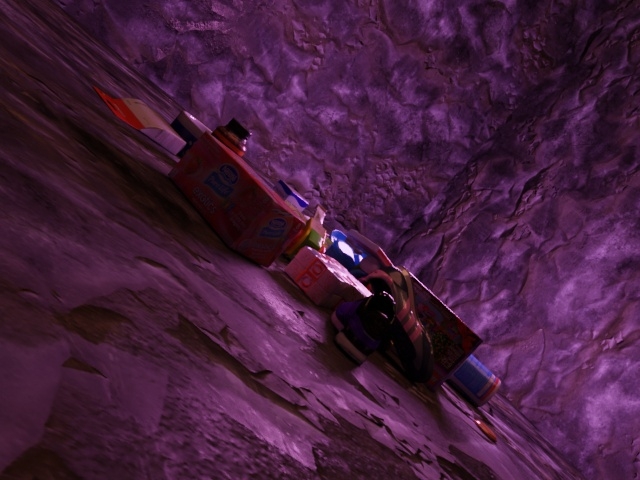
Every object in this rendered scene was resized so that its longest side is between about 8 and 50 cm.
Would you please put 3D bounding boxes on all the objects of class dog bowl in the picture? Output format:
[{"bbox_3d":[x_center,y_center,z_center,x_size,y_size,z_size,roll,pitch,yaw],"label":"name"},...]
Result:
[{"bbox_3d":[0.108,0.089,2.412,0.297,0.074,0.166,40,30,-32],"label":"dog bowl"},{"bbox_3d":[-0.361,-0.281,2.073,0.265,0.104,0.265,41,5,-4],"label":"dog bowl"}]

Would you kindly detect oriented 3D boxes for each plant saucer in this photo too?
[{"bbox_3d":[0.484,0.554,1.933,0.083,0.013,0.083,42,4,-4],"label":"plant saucer"}]

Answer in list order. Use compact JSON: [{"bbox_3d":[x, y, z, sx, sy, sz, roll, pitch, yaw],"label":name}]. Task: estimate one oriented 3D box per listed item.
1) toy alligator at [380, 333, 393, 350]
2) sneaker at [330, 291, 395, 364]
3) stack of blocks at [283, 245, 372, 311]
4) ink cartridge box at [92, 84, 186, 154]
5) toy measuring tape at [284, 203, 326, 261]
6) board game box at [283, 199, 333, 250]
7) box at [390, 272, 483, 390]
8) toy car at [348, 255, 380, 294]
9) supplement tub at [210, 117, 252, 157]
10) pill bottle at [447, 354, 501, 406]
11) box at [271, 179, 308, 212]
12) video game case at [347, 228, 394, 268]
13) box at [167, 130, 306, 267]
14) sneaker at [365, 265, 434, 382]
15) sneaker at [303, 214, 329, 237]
[{"bbox_3d":[0.172,0.263,1.794,0.056,0.051,0.189,43,5,17],"label":"toy alligator"},{"bbox_3d":[0.109,0.176,1.505,0.102,0.146,0.293,41,5,-7],"label":"sneaker"},{"bbox_3d":[0.035,0.122,1.745,0.171,0.087,0.297,44,5,19],"label":"stack of blocks"},{"bbox_3d":[-0.505,-0.352,1.859,0.189,0.066,0.232,46,2,37],"label":"ink cartridge box"},{"bbox_3d":[-0.042,-0.009,1.942,0.121,0.121,0.330,41,20,-13],"label":"toy measuring tape"},{"bbox_3d":[-0.073,-0.019,2.006,0.201,0.035,0.136,42,44,2],"label":"board game box"},{"bbox_3d":[0.288,0.256,1.894,0.293,0.201,0.057,44,4,25],"label":"box"},{"bbox_3d":[0.157,0.157,2.245,0.136,0.159,0.182,-20,54,-42],"label":"toy car"},{"bbox_3d":[-0.279,-0.244,1.835,0.106,0.198,0.106,41,4,-3],"label":"supplement tub"},{"bbox_3d":[0.496,0.452,2.265,0.221,0.124,0.124,43,5,6],"label":"pill bottle"},{"bbox_3d":[-0.131,-0.116,2.230,0.072,0.137,0.126,45,6,30],"label":"box"},{"bbox_3d":[0.221,0.089,2.350,0.285,0.025,0.204,50,-7,-31],"label":"video game case"},{"bbox_3d":[-0.194,-0.095,1.518,0.300,0.142,0.154,45,5,35],"label":"box"},{"bbox_3d":[0.196,0.223,1.731,0.131,0.112,0.319,-1,67,-39],"label":"sneaker"},{"bbox_3d":[0.000,-0.001,2.549,0.270,0.090,0.145,39,8,-6],"label":"sneaker"}]
